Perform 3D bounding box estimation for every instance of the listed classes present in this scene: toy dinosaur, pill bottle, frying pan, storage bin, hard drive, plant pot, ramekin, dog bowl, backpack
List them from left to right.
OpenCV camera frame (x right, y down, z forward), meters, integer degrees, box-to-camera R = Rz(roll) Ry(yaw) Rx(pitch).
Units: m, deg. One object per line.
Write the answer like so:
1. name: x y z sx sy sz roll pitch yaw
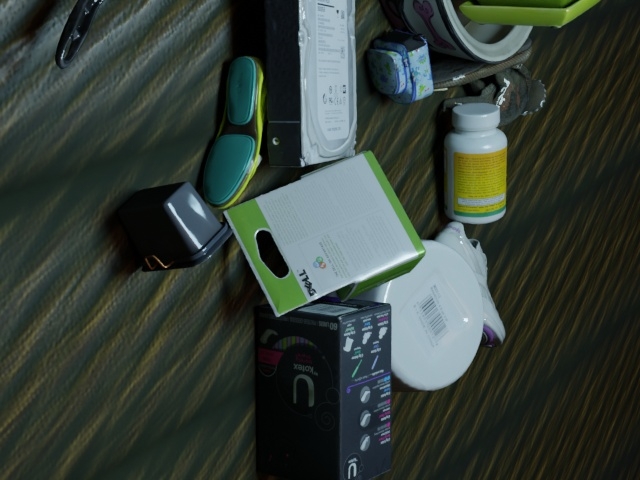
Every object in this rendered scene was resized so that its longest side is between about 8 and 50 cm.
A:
1. frying pan: -0.253 -0.369 1.283 0.326 0.053 0.197 -63 145 -49
2. storage bin: -0.201 -0.018 1.385 0.098 0.135 0.091 -49 119 -37
3. hard drive: -0.010 -0.286 1.598 0.237 0.064 0.338 -20 109 -68
4. backpack: 0.135 -0.288 1.807 0.084 0.105 0.114 -29 119 -22
5. ramekin: 0.147 0.125 1.785 0.277 0.135 0.277 2 87 -37
6. dog bowl: 0.243 -0.515 1.880 0.408 0.150 0.407 -7 99 -51
7. pill bottle: 0.289 -0.146 1.988 0.118 0.118 0.208 -30 124 -47
8. toy dinosaur: 0.354 -0.289 2.075 0.313 0.121 0.160 -38 109 -48
9. plant pot: 0.351 -0.469 1.728 0.228 0.227 0.207 -36 127 -45

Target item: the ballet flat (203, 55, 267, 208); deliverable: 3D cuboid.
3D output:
1. ballet flat: -0.110 -0.150 1.531 0.077 0.077 0.231 29 69 -64

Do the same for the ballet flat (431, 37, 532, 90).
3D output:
1. ballet flat: 0.288 -0.316 1.965 0.250 0.084 0.058 -24 130 -22

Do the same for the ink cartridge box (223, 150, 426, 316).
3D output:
1. ink cartridge box: 0.000 0.000 1.612 0.255 0.097 0.188 -23 75 -18

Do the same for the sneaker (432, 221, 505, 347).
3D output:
1. sneaker: 0.294 0.091 2.041 0.152 0.114 0.305 -60 136 -27

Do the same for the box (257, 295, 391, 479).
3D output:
1. box: 0.007 0.230 1.644 0.143 0.165 0.270 -10 101 -52
